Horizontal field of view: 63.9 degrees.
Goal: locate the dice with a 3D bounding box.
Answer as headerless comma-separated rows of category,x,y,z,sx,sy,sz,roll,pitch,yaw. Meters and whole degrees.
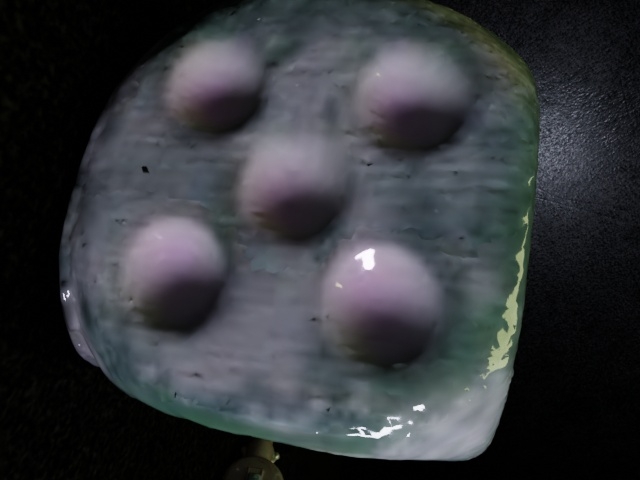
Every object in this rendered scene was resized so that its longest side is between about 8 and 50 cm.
dice,0.000,0.000,0.495,0.328,0.348,0.330,49,48,-73

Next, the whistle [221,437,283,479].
whistle,-0.110,0.392,0.892,0.220,0.107,0.057,-79,179,-65
